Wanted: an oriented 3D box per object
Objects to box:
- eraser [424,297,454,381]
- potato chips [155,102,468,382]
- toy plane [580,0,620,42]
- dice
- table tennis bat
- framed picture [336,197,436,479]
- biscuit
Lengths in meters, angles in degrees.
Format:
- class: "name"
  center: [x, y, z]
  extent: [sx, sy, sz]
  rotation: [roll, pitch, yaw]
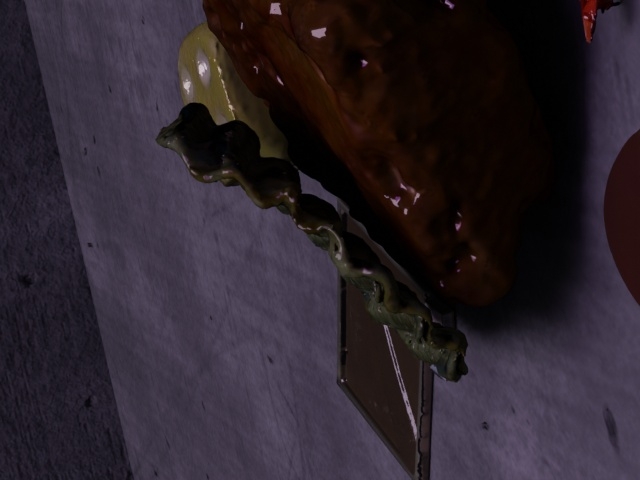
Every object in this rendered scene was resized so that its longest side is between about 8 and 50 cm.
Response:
- class: "eraser"
  center: [0.129, 0.106, 1.707]
  extent: [0.038, 0.019, 0.083]
  rotation: [37, 139, 55]
- class: "potato chips"
  center: [0.000, 0.000, 1.504]
  extent: [0.358, 0.070, 0.429]
  rotation: [43, -179, -3]
- class: "toy plane"
  center: [0.169, -0.233, 1.290]
  extent: [0.194, 0.077, 0.126]
  rotation: [20, 128, 55]
- class: "dice"
  center: [-0.050, -0.163, 1.750]
  extent: [0.166, 0.169, 0.169]
  rotation: [154, 99, -70]
- class: "table tennis bat"
  center: [0.280, -0.031, 1.226]
  extent: [0.274, 0.021, 0.154]
  rotation: [105, 143, -57]
- class: "framed picture"
  center: [0.073, 0.117, 1.863]
  extent: [0.213, 0.016, 0.289]
  rotation: [49, 148, 47]
- class: "biscuit"
  center: [0.037, -0.156, 1.424]
  extent: [0.395, 0.166, 0.342]
  rotation: [45, 165, 53]
